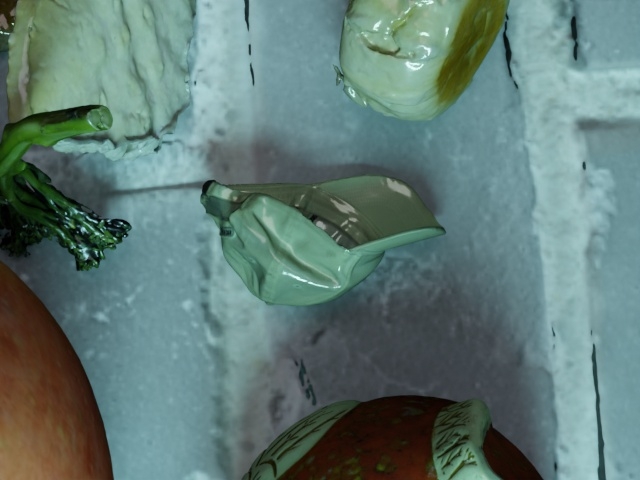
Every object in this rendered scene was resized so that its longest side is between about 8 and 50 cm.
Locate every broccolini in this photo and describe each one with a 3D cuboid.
[{"bbox_3d":[-0.171,-0.032,1.148,0.123,0.271,0.062,6,73,-21],"label":"broccolini"}]

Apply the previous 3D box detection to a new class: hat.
[{"bbox_3d":[0.005,-0.005,1.227,0.166,0.081,0.122,-11,33,-15],"label":"hat"}]

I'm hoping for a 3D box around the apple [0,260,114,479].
[{"bbox_3d":[-0.300,0.163,1.042,0.364,0.364,0.363,-1,74,3],"label":"apple"}]

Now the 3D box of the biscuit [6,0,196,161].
[{"bbox_3d":[-0.149,-0.142,1.219,0.040,0.188,0.265,-4,35,28],"label":"biscuit"}]

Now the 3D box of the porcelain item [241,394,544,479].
[{"bbox_3d":[0.044,0.212,1.070,0.253,0.253,0.252,-1,74,3],"label":"porcelain item"}]

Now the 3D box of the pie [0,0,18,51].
[{"bbox_3d":[-0.273,-0.237,1.315,0.195,0.046,0.195,-1,74,4],"label":"pie"}]

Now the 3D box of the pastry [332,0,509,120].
[{"bbox_3d":[0.077,-0.167,1.222,0.088,0.166,0.165,28,77,16],"label":"pastry"}]
